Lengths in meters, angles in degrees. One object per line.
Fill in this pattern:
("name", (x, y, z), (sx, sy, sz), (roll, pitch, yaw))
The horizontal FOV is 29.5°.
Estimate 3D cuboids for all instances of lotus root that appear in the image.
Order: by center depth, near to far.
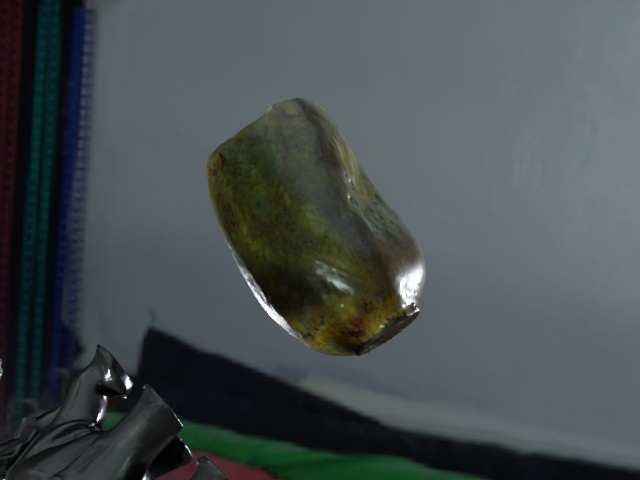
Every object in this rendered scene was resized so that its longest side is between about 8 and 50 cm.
("lotus root", (0.000, 0.000, 1.681), (0.250, 0.250, 0.346), (-6, -125, -50))

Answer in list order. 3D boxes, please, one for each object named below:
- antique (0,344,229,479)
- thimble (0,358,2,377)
("antique", (-0.278, 0.280, 1.408), (0.255, 0.185, 0.322), (-40, -146, -14))
("thimble", (-0.606, 0.205, 2.059), (0.118, 0.090, 0.135), (46, -167, -52))
